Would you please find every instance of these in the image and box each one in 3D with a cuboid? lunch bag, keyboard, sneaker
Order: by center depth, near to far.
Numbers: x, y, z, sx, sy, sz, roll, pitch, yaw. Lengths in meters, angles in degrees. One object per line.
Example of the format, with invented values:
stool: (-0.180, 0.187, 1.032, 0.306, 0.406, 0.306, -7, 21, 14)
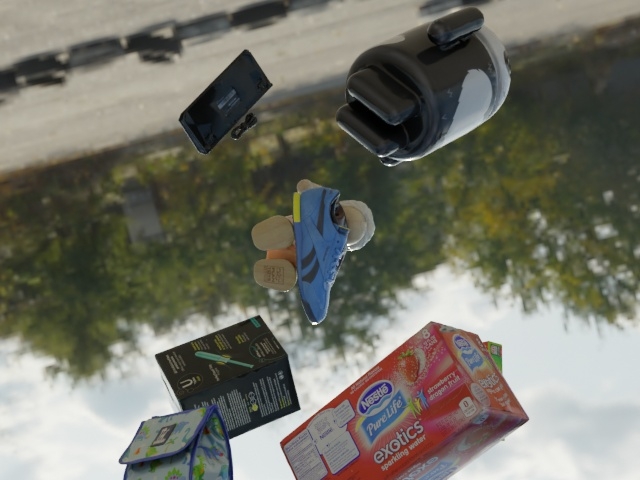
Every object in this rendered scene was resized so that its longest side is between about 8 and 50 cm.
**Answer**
lunch bag: (-0.178, 0.284, 1.544, 0.129, 0.151, 0.096, -17, 149, 35)
sneaker: (0.005, 0.022, 1.912, 0.082, 0.209, 0.069, -4, 177, 8)
keyboard: (-0.147, -0.214, 2.008, 0.023, 0.108, 0.180, 4, -134, 50)

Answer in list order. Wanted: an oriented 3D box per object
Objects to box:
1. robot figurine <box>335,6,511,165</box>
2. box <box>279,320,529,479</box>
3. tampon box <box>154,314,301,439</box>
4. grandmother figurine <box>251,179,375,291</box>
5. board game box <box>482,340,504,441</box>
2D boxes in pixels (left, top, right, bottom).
robot figurine: (0.151, -0.214, 1.769, 0.278, 0.173, 0.209, -30, -170, -41)
box: (0.095, 0.224, 1.464, 0.257, 0.128, 0.123, -41, 149, 21)
tampon box: (-0.128, 0.196, 1.722, 0.161, 0.101, 0.120, -21, -147, -13)
grandmother figurine: (0.000, 0.000, 2.097, 0.104, 0.207, 0.342, 12, -163, 22)
board game box: (0.291, 0.284, 2.313, 0.043, 0.181, 0.092, 18, 155, -40)
